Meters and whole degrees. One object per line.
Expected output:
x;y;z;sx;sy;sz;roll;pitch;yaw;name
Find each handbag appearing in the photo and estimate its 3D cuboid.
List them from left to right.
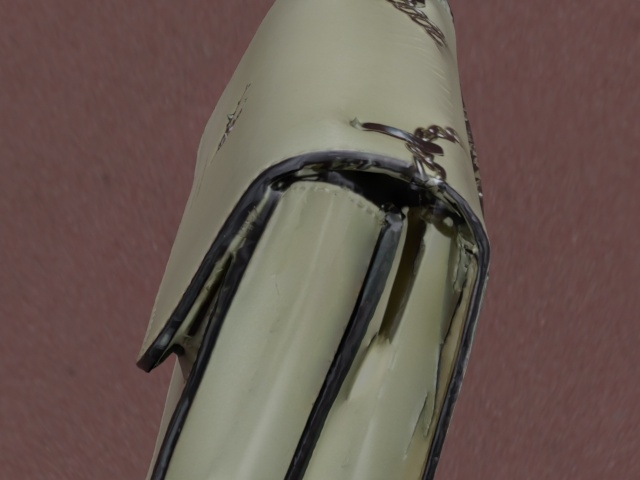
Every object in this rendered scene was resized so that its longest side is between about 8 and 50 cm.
0.000;0.000;1.046;0.160;0.358;0.237;18;112;-6;handbag
